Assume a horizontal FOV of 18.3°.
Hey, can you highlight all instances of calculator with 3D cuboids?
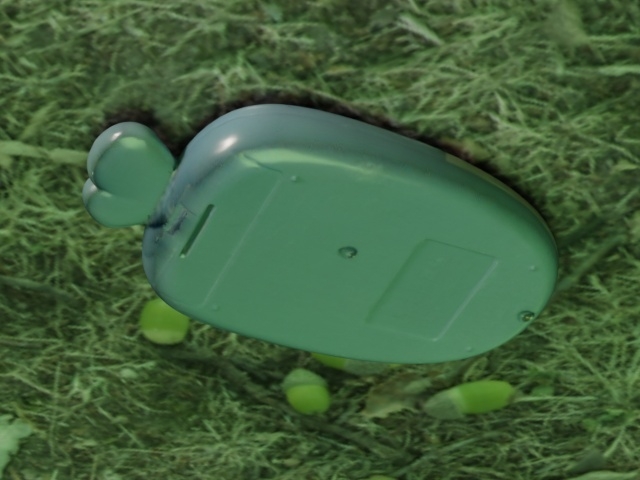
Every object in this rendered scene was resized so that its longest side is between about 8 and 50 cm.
[{"bbox_3d":[0.000,0.000,1.207,0.302,0.042,0.188,14,137,-18],"label":"calculator"}]
